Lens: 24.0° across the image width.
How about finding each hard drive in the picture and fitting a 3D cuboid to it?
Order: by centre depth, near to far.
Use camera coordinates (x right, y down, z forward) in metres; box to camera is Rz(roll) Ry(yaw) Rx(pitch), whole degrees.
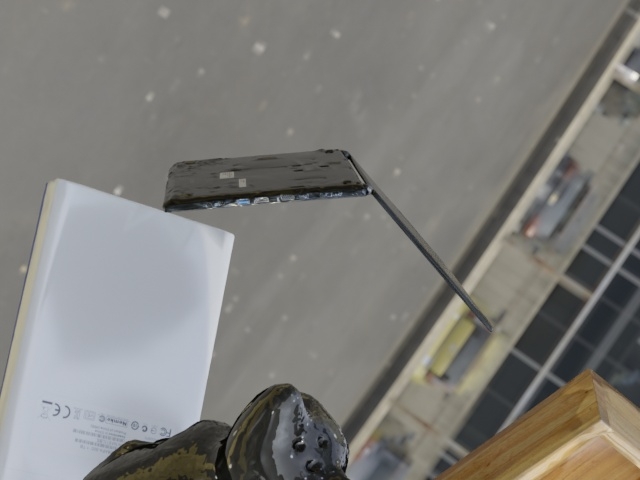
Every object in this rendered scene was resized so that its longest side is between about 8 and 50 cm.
[{"bbox_3d":[-0.211,0.120,1.529,0.040,0.210,0.319,-12,-116,56],"label":"hard drive"}]

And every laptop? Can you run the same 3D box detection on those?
[{"bbox_3d":[0.000,0.000,1.340,0.234,0.264,0.137,-113,-162,-79],"label":"laptop"}]

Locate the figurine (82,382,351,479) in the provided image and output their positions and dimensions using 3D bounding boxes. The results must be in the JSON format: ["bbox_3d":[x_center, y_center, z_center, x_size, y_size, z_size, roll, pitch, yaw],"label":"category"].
[{"bbox_3d":[-0.008,0.178,0.784,0.092,0.215,0.209,-43,-174,-37],"label":"figurine"}]

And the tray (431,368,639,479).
[{"bbox_3d":[0.154,0.299,1.363,0.411,0.203,0.076,-40,-154,24],"label":"tray"}]
